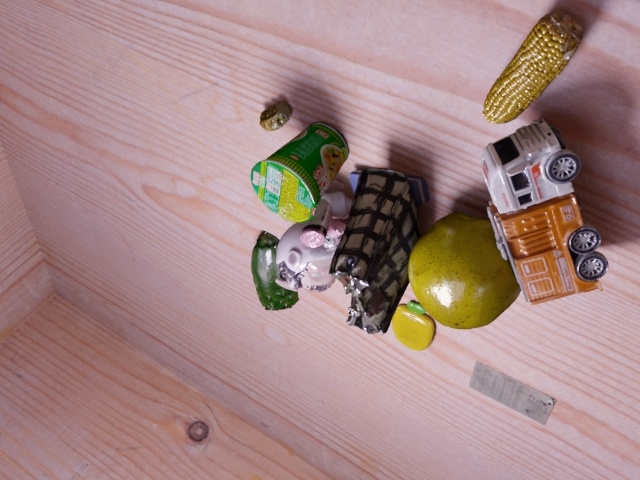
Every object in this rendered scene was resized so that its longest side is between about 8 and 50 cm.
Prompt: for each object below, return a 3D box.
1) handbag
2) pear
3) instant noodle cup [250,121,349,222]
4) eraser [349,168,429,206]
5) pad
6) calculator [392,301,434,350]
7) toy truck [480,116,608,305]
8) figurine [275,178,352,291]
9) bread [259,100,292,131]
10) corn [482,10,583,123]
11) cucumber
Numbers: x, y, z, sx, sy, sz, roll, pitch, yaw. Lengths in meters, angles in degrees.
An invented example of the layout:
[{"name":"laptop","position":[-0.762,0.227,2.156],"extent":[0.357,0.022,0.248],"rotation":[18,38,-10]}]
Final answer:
[{"name":"handbag","position":[0.150,0.033,1.819],"extent":[0.162,0.327,0.325],"rotation":[13,152,25]},{"name":"pear","position":[0.368,0.081,1.760],"extent":[0.294,0.294,0.294],"rotation":[26,142,22]},{"name":"instant noodle cup","position":[-0.039,-0.194,1.887],"extent":[0.207,0.233,0.207],"rotation":[25,142,21]},{"name":"eraser","position":[0.185,-0.146,1.897],"extent":[0.225,0.036,0.082],"rotation":[13,135,35]},{"name":"pad","position":[0.600,0.484,2.208],"extent":[0.265,0.009,0.160],"rotation":[25,143,23]},{"name":"calculator","position":[0.297,0.277,2.251],"extent":[0.146,0.032,0.235],"rotation":[25,144,22]},{"name":"toy truck","position":[0.475,-0.055,1.525],"extent":[0.206,0.173,0.388],"rotation":[-20,117,13]},{"name":"figurine","position":[0.009,0.000,2.085],"extent":[0.361,0.253,0.211],"rotation":[117,145,-47]},{"name":"bread","position":[-0.130,-0.345,1.965],"extent":[0.110,0.060,0.066],"rotation":[-16,101,50]},{"name":"corn","position":[0.424,-0.337,1.410],"extent":[0.106,0.106,0.293],"rotation":[38,149,6]},{"name":"cucumber","position":[-0.171,0.123,2.480],"extent":[0.145,0.105,0.325],"rotation":[22,138,27]}]
